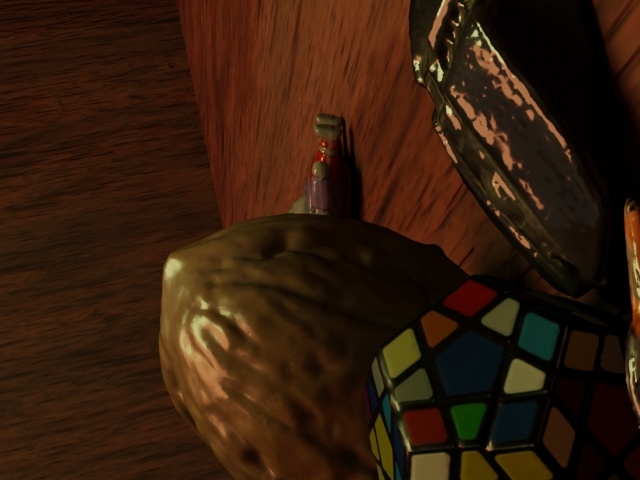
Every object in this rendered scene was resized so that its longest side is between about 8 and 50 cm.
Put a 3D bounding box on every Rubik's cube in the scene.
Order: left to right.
[{"bbox_3d":[0.079,0.077,0.459,0.112,0.133,0.133,49,-163,-46],"label":"Rubik's cube"}]

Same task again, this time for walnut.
[{"bbox_3d":[0.013,0.073,0.589,0.178,0.230,0.178,-48,18,21],"label":"walnut"}]

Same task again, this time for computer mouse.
[{"bbox_3d":[0.076,-0.066,0.474,0.106,0.062,0.192,102,158,-68],"label":"computer mouse"}]

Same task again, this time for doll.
[{"bbox_3d":[0.000,0.000,1.000,0.102,0.075,0.227,-81,-3,-65],"label":"doll"}]

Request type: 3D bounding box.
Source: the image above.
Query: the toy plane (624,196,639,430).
[{"bbox_3d":[0.130,0.076,0.351,0.135,0.062,0.188,108,164,-72],"label":"toy plane"}]
